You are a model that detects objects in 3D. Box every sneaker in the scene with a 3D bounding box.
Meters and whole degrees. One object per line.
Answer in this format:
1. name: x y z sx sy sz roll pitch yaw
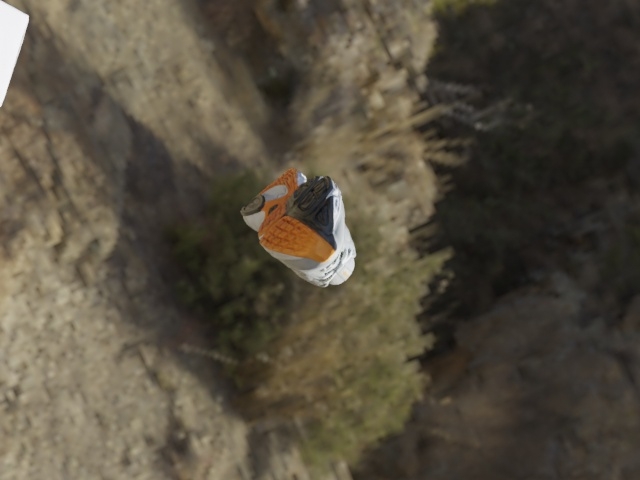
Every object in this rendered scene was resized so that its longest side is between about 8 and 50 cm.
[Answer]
1. sneaker: 0.000 0.000 1.641 0.121 0.099 0.262 49 1 -14

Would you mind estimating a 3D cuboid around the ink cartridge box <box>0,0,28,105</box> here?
1. ink cartridge box: -0.501 -0.255 1.766 0.201 0.278 0.117 23 85 -64
